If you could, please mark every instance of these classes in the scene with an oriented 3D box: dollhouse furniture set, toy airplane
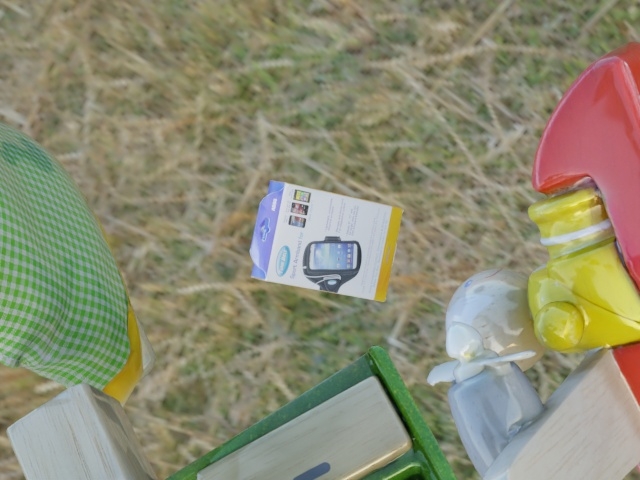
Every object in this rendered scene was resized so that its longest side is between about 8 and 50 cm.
[{"bbox_3d":[-0.073,0.026,0.730,0.151,0.197,0.301,-30,69,2],"label":"dollhouse furniture set"},{"bbox_3d":[0.229,0.091,1.222,0.272,0.386,0.384,2,66,29],"label":"toy airplane"}]

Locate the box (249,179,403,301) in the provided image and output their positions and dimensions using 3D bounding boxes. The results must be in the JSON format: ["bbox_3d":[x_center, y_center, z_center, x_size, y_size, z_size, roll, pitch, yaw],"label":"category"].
[{"bbox_3d":[0.000,0.000,1.289,0.028,0.136,0.081,11,90,59],"label":"box"}]
